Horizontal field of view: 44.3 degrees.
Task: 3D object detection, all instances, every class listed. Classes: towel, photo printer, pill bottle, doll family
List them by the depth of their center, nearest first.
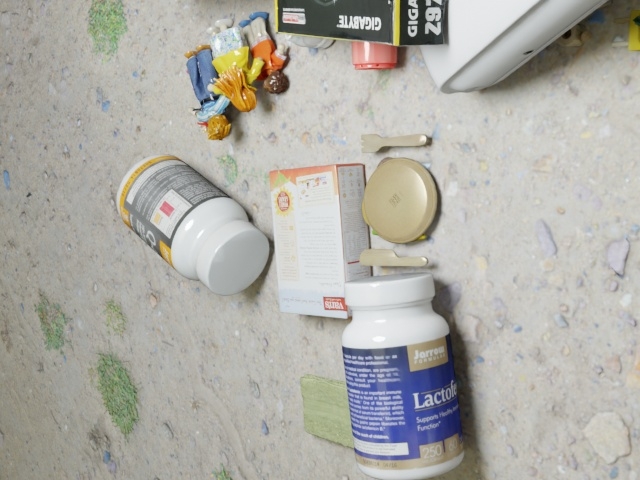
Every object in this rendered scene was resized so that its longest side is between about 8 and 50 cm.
[{"bbox_3d":[0.191,-0.322,0.893,0.307,0.107,0.256,148,112,-70],"label":"photo printer"},{"bbox_3d":[0.109,0.181,1.087,0.153,0.153,0.265,-6,93,46],"label":"pill bottle"},{"bbox_3d":[0.025,0.277,1.278,0.148,0.027,0.110,1,98,44],"label":"towel"},{"bbox_3d":[-0.168,-0.260,1.321,0.263,0.118,0.163,-27,77,44],"label":"doll family"},{"bbox_3d":[-0.226,-0.028,1.388,0.278,0.162,0.162,37,121,36],"label":"pill bottle"}]

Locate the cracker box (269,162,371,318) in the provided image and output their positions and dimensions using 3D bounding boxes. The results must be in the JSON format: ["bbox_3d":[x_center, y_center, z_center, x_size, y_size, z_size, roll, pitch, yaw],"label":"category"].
[{"bbox_3d":[0.000,0.000,1.230,0.155,0.067,0.232,1,96,46],"label":"cracker box"}]

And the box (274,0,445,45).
[{"bbox_3d":[0.037,-0.381,0.976,0.322,0.079,0.257,31,124,58],"label":"box"}]

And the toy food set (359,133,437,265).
[{"bbox_3d":[0.114,-0.058,1.134,0.132,0.038,0.192,2,93,38],"label":"toy food set"}]

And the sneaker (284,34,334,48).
[{"bbox_3d":[-0.018,-0.396,1.166,0.080,0.094,0.212,11,104,45],"label":"sneaker"}]

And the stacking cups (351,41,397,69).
[{"bbox_3d":[0.078,-0.397,1.079,0.096,0.096,0.316,4,103,45],"label":"stacking cups"}]

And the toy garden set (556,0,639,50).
[{"bbox_3d":[0.315,-0.303,0.874,0.244,0.049,0.204,10,104,44],"label":"toy garden set"}]
